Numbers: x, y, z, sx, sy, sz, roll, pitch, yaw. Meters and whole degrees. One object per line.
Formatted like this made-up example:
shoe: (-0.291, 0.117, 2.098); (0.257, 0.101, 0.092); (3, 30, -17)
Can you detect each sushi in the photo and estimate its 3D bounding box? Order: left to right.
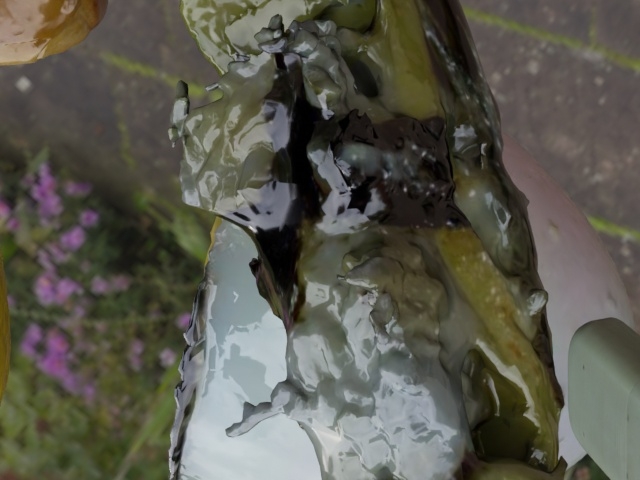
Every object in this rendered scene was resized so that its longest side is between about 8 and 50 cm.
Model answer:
sushi: (0.004, 0.001, 0.636); (0.139, 0.131, 0.291); (-22, 77, 31)

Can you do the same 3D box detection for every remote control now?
remote control: (0.193, 0.124, 0.853); (0.309, 0.038, 0.090); (-128, 34, -70)

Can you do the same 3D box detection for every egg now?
egg: (0.075, 0.058, 1.266); (0.339, 0.354, 0.354); (10, 145, -1)

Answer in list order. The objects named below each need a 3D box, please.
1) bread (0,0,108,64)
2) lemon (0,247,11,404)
bread: (-0.241, -0.294, 1.146); (0.195, 0.149, 0.344); (8, 113, 13)
lemon: (-0.304, 0.029, 0.765); (0.336, 0.336, 0.336); (24, 145, 18)
